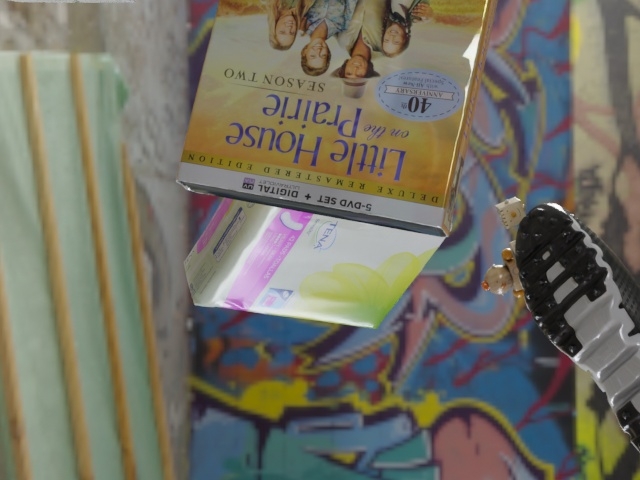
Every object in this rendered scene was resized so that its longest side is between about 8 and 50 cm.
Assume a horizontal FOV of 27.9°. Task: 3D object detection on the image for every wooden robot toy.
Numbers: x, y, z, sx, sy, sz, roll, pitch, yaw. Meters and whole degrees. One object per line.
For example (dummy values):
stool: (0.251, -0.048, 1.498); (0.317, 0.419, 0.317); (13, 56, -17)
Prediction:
wooden robot toy: (0.232, 0.039, 1.561); (0.076, 0.079, 0.173); (-112, -179, -63)

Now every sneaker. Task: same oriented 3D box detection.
sneaker: (0.238, 0.071, 1.007); (0.106, 0.078, 0.234); (-4, 54, -52)

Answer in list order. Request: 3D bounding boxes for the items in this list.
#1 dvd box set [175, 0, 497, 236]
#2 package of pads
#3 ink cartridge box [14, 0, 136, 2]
dvd box set: (0.033, -0.234, 1.422); (0.062, 0.307, 0.421); (41, 61, -73)
package of pads: (0.000, 0.000, 1.701); (0.229, 0.296, 0.101); (-55, -140, 36)
ink cartridge box: (-0.351, -0.400, 1.745); (0.086, 0.203, 0.148); (-6, 100, -65)
